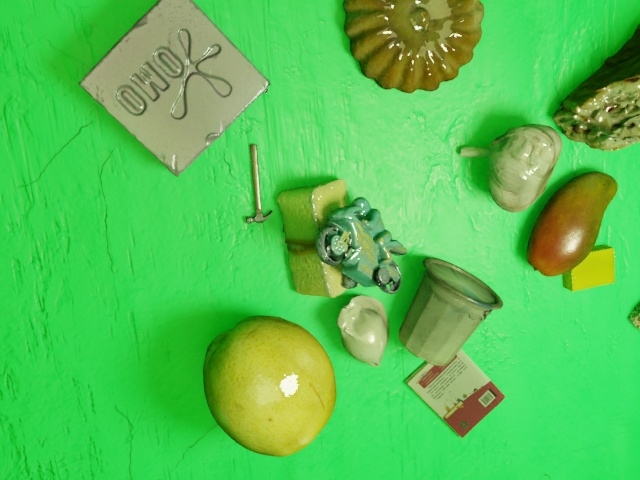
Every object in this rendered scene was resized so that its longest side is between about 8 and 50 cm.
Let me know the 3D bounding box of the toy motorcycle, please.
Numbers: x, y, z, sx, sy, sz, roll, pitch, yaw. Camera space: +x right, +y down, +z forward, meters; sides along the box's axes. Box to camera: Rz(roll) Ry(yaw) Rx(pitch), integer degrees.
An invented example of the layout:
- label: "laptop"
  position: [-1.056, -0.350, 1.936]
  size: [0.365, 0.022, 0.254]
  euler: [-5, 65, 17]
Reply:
- label: "toy motorcycle"
  position: [0.095, 0.008, 1.550]
  size: [0.296, 0.109, 0.198]
  euler: [34, 58, -41]

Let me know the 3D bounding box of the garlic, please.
- label: "garlic"
  position: [0.430, -0.187, 1.582]
  size: [0.212, 0.218, 0.218]
  euler: [26, 99, 20]

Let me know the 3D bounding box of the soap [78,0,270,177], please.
- label: "soap"
  position: [-0.302, -0.332, 1.453]
  size: [0.285, 0.107, 0.296]
  euler: [43, 94, -18]

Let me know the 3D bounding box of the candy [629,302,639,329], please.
- label: "candy"
  position: [0.870, 0.205, 1.786]
  size: [0.095, 0.085, 0.110]
  euler: [-44, 95, -6]

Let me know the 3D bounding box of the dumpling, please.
- label: "dumpling"
  position: [0.115, 0.214, 1.653]
  size: [0.111, 0.181, 0.155]
  euler: [19, 66, 21]

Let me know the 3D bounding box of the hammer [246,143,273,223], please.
- label: "hammer"
  position: [-0.144, -0.129, 1.569]
  size: [0.062, 0.017, 0.182]
  euler: [-4, 103, -9]

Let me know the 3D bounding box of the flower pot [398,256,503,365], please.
- label: "flower pot"
  position: [0.294, 0.174, 1.633]
  size: [0.212, 0.212, 0.203]
  euler: [21, 112, -13]

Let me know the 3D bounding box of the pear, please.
- label: "pear"
  position: [-0.117, 0.318, 1.531]
  size: [0.314, 0.314, 0.314]
  euler: [-2, 103, -9]

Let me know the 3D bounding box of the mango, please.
- label: "mango"
  position: [0.603, -0.046, 1.656]
  size: [0.146, 0.129, 0.289]
  euler: [24, 86, 16]

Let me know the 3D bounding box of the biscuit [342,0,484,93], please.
- label: "biscuit"
  position: [0.210, -0.485, 1.505]
  size: [0.325, 0.107, 0.326]
  euler: [-3, 107, -9]

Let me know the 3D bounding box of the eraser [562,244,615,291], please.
- label: "eraser"
  position: [0.679, 0.068, 1.735]
  size: [0.122, 0.045, 0.097]
  euler: [-11, 104, -8]

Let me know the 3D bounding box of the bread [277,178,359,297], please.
- label: "bread"
  position: [0.000, 0.000, 1.580]
  size: [0.178, 0.142, 0.266]
  euler: [-11, 103, 9]

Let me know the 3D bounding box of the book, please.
- label: "book"
  position: [0.349, 0.383, 1.764]
  size: [0.162, 0.022, 0.232]
  euler: [-44, 105, 0]

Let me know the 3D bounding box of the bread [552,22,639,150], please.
- label: "bread"
  position: [0.751, -0.330, 1.530]
  size: [0.370, 0.314, 0.191]
  euler: [-44, 114, -2]
